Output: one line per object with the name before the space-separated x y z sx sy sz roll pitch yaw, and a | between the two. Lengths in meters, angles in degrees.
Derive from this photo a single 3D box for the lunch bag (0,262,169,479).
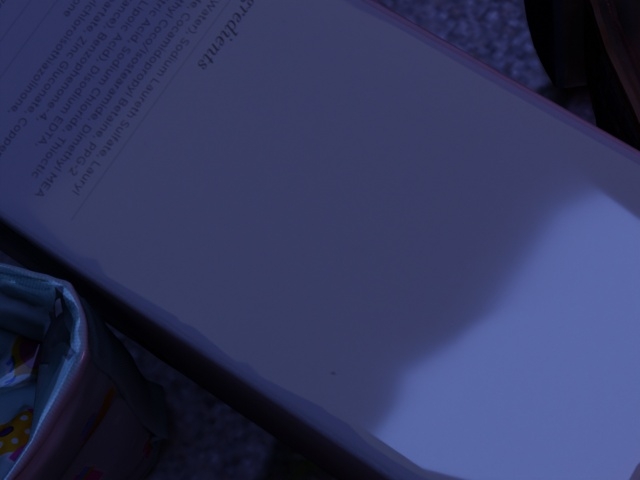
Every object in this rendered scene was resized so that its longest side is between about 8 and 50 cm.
lunch bag | -0.196 0.094 0.806 0.262 0.223 0.160 -23 72 -3

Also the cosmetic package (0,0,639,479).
cosmetic package | 0.000 0.000 0.813 0.385 0.217 0.156 33 82 23

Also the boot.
boot | 0.171 -0.072 0.887 0.106 0.082 0.219 -12 45 -6
